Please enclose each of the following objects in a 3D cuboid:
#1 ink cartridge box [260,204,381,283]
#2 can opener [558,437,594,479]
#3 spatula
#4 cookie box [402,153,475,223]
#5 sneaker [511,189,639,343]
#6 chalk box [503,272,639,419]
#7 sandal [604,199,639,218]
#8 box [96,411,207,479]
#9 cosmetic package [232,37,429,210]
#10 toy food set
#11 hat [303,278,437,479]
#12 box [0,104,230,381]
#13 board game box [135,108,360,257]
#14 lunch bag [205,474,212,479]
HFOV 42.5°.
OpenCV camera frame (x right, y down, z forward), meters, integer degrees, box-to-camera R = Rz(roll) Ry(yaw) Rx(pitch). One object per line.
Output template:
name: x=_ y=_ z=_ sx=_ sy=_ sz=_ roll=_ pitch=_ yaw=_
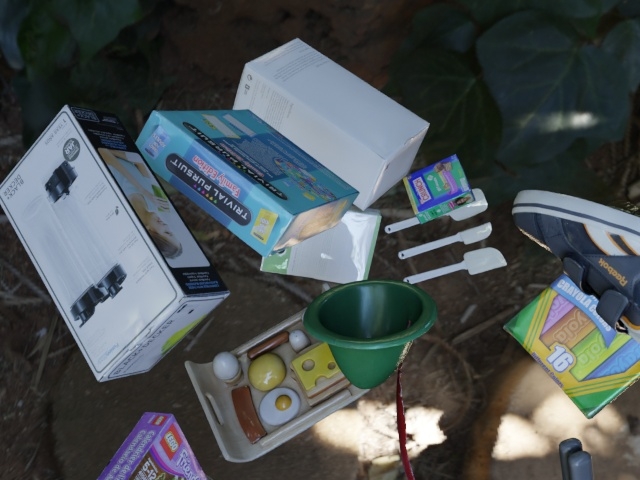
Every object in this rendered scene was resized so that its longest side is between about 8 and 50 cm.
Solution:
ink cartridge box: x=0.000 y=0.000 z=1.777 sx=0.235 sy=0.056 sz=0.171 roll=10 pitch=110 yaw=-6
can opener: x=0.533 y=0.501 z=1.619 sx=0.095 sy=0.076 sz=0.283 roll=-18 pitch=119 yaw=-3
spatula: x=0.252 y=0.000 z=1.704 sx=0.019 sy=0.242 sz=0.168 roll=-28 pitch=98 yaw=-52
cookie box: x=0.212 y=-0.092 z=1.479 sx=0.107 sy=0.040 sz=0.092 roll=-24 pitch=51 yaw=13
sneaker: x=0.339 y=0.041 z=0.908 sx=0.126 sy=0.321 sz=0.127 roll=25 pitch=89 yaw=-52
chalk box: x=0.440 y=0.089 z=1.194 sx=0.289 sy=0.180 sz=0.179 roll=-45 pitch=74 yaw=13
sandal: x=0.534 y=-0.018 z=1.388 sx=0.072 sy=0.180 sz=0.049 roll=-31 pitch=113 yaw=-2
box: x=-0.229 y=0.425 z=1.194 sx=0.201 sy=0.057 sz=0.293 roll=-58 pitch=137 yaw=-47
cosmetic package: x=0.019 y=-0.253 z=1.742 sx=0.365 sy=0.155 sz=0.197 roll=38 pitch=45 yaw=15
toy food set: x=-0.073 y=0.232 z=1.489 sx=0.306 sy=0.092 sz=0.220 roll=-30 pitch=54 yaw=-3
hat: x=0.068 y=0.176 z=1.084 sx=0.208 sy=0.173 sz=0.184 roll=-51 pitch=140 yaw=-59
box: x=-0.256 y=0.002 z=0.990 sx=0.290 sy=0.169 sz=0.087 roll=54 pitch=23 yaw=19
board game box: x=-0.102 y=-0.103 z=1.294 sx=0.253 sy=0.079 sz=0.336 roll=37 pitch=18 yaw=10
lunch bag: x=-0.260 y=0.583 z=1.509 sx=0.256 sy=0.213 sz=0.305 roll=-15 pitch=35 yaw=-24
